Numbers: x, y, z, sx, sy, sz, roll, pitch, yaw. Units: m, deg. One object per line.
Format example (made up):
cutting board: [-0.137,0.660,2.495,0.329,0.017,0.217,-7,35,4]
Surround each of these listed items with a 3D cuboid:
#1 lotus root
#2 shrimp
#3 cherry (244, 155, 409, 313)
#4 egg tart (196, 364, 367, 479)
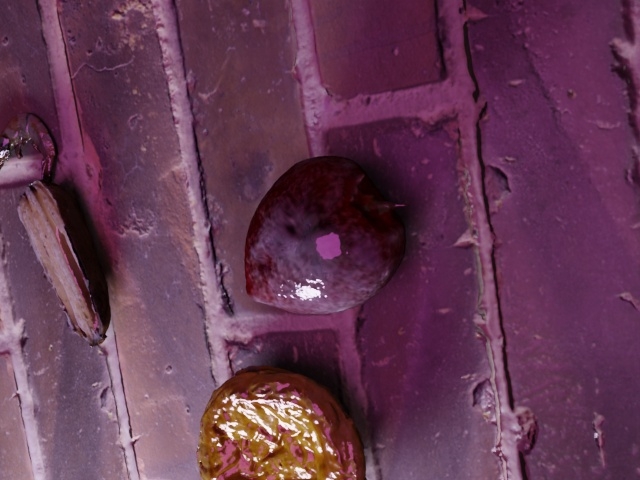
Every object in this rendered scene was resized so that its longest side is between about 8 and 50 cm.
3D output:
lotus root: [-0.466,0.040,1.379,0.167,0.078,0.330,-20,92,47]
shrimp: [-0.590,-0.149,1.421,0.195,0.035,0.148,-44,83,21]
cherry: [0.000,0.000,1.104,0.300,0.203,0.230,-36,88,24]
egg tart: [-0.060,0.364,1.229,0.341,0.129,0.341,4,101,23]
